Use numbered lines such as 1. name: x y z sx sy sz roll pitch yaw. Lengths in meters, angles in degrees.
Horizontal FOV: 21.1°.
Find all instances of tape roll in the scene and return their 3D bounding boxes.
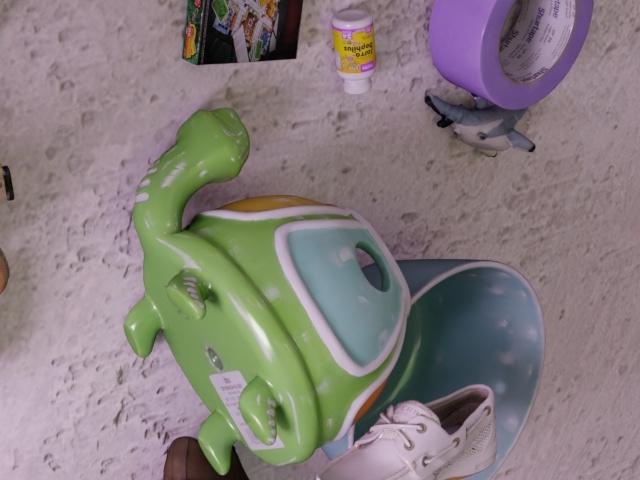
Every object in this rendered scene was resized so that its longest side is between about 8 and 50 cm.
1. tape roll: 0.214 -0.247 1.922 0.189 0.080 0.189 -27 131 -35

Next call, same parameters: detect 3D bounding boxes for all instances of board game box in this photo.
1. board game box: -0.063 -0.302 1.669 0.136 0.030 0.260 -7 113 -41

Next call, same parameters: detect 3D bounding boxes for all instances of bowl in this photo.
1. bowl: 0.091 0.146 1.924 0.311 0.163 0.312 -20 120 -39

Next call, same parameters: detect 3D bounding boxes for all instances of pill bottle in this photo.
1. pill bottle: 0.036 -0.197 1.803 0.043 0.043 0.083 -28 126 -34

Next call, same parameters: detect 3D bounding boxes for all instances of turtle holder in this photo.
1. turtle holder: -0.059 0.054 1.695 0.227 0.320 0.243 -32 155 -25

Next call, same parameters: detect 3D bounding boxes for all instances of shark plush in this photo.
1. shark plush: 0.177 -0.142 1.990 0.161 0.073 0.067 11 80 -27

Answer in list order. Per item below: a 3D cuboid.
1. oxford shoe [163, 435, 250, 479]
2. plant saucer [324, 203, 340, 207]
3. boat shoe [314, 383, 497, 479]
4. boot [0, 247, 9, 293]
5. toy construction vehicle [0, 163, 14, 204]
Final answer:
1. oxford shoe: -0.100 0.262 1.842 0.227 0.082 0.096 52 34 -61
2. plant saucer: 0.000 0.000 1.877 0.083 0.013 0.083 -21 122 -38
3. boat shoe: 0.086 0.207 1.761 0.277 0.098 0.096 -18 120 -50
4. boot: -0.347 0.064 1.291 0.207 0.248 0.090 -38 93 -26
5. toy construction vehicle: -0.319 -0.053 1.519 0.086 0.035 0.098 -21 119 -26
